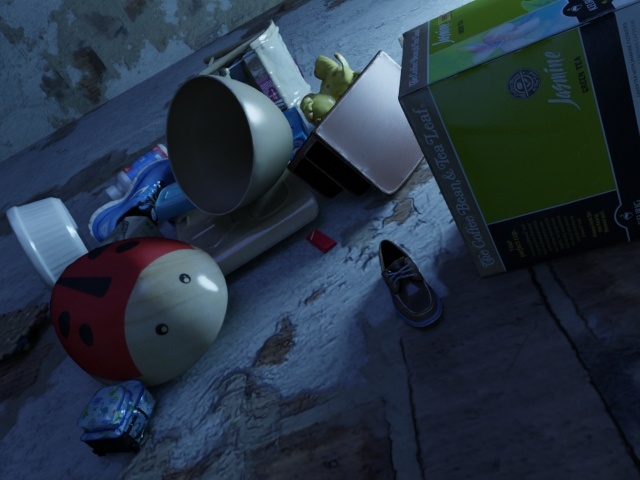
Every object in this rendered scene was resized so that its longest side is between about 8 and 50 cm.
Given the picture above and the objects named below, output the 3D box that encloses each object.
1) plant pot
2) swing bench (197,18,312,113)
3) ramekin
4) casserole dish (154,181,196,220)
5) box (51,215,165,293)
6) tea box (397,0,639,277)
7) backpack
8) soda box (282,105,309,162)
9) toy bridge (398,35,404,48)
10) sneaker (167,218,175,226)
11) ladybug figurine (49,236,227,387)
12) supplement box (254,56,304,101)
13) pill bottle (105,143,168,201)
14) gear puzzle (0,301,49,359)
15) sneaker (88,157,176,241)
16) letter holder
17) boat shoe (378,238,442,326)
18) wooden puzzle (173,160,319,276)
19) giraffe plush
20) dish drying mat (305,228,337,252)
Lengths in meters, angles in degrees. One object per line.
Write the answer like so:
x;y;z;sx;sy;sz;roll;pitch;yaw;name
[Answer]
-0.170;-0.210;1.203;0.284;0.284;0.191;2;14;42;plant pot
-0.187;-0.475;1.685;0.255;0.253;0.165;-25;33;13;swing bench
-0.693;0.011;1.474;0.127;0.272;0.273;-29;30;-18;ramekin
-0.331;-0.113;1.367;0.189;0.037;0.114;-18;40;18;casserole dish
-0.520;0.063;1.396;0.113;0.094;0.275;0;44;41;box
0.314;-0.165;0.763;0.324;0.329;0.220;-17;36;23;tea box
-0.340;0.291;0.945;0.105;0.084;0.114;-14;34;24;backpack
-0.072;-0.284;1.502;0.071;0.067;0.210;-28;32;8;soda box
0.251;-0.502;1.521;0.026;0.063;0.188;-25;34;11;toy bridge
-0.331;-0.109;1.481;0.188;0.078;0.067;-35;32;-4;sneaker
-0.376;0.120;1.078;0.450;0.162;0.305;-3;61;37;ladybug figurine
-0.153;-0.529;1.890;0.188;0.080;0.104;-25;32;12;supplement box
-0.545;-0.187;1.727;0.221;0.124;0.124;-41;33;-14;pill bottle
-0.841;0.261;1.464;0.339;0.044;0.175;-14;38;31;gear puzzle
-0.489;-0.101;1.592;0.147;0.129;0.330;24;65;37;sneaker
0.111;-0.220;1.210;0.301;0.214;0.152;-55;7;-31;letter holder
0.126;0.061;0.867;0.066;0.066;0.183;-32;32;2;boat shoe
-0.178;-0.055;1.286;0.322;0.080;0.348;-33;37;1;wooden puzzle
0.022;-0.360;1.443;0.170;0.181;0.210;-49;17;-5;giraffe plush
0.000;0.000;1.114;0.032;0.008;0.083;-39;32;-11;dish drying mat
